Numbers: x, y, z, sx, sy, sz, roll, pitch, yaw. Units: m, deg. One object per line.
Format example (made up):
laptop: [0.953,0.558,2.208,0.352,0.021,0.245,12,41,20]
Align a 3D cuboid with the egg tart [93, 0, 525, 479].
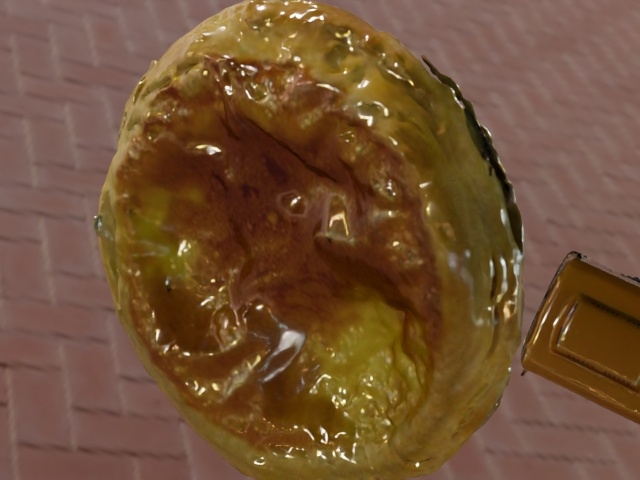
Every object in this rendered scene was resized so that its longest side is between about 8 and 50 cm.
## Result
egg tart: [0.000,0.000,1.325,0.443,0.443,0.178,34,32,23]

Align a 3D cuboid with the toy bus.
toy bus: [0.243,0.088,1.073,0.201,0.098,0.114,26,6,16]
